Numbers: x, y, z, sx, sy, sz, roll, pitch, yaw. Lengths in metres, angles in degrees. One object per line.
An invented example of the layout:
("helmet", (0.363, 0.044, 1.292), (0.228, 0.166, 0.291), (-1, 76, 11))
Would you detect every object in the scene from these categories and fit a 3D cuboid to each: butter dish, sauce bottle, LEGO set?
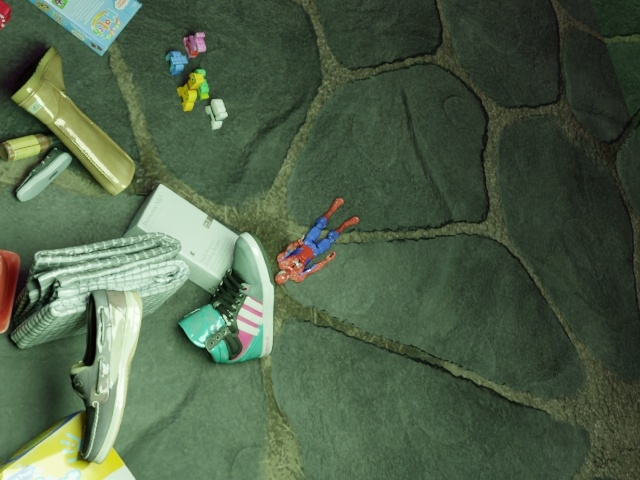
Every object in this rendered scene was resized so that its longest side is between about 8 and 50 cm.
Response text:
("butter dish", (-0.613, 0.069, 1.438), (0.160, 0.118, 0.159), (9, 66, -15))
("sauce bottle", (-0.564, -0.186, 1.628), (0.128, 0.042, 0.042), (-23, 86, -47))
("LEGO set", (-0.276, -0.367, 1.858), (0.087, 0.093, 0.227), (-15, 81, -37))

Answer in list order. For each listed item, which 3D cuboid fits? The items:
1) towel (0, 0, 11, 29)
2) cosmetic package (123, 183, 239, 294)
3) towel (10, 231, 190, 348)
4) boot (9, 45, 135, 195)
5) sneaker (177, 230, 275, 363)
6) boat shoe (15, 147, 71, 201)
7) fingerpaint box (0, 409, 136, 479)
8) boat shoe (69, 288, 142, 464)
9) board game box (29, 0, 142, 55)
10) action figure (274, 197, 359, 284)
("towel", (-0.751, -0.418, 1.601), (0.199, 0.031, 0.275), (37, 56, -16))
("cosmetic package", (-0.275, 0.000, 1.726), (0.231, 0.085, 0.117), (35, 56, -20))
("towel", (-0.408, 0.087, 1.510), (0.284, 0.235, 0.121), (-13, 76, -37))
("boot", (-0.486, -0.239, 1.669), (0.269, 0.089, 0.236), (47, 22, -29))
("sneaker", (-0.194, 0.131, 1.652), (0.178, 0.124, 0.295), (-17, 124, -27))
("boat shoe", (-0.546, -0.130, 1.621), (0.040, 0.049, 0.142), (35, 53, 5))
("fingerpaint box", (-0.472, 0.557, 1.330), (0.445, 0.163, 0.371), (-38, 96, -40))
("boat shoe", (-0.363, 0.217, 1.354), (0.092, 0.103, 0.285), (13, 86, -27))
("board game box", (-0.514, -0.522, 1.792), (0.211, 0.039, 0.160), (37, 56, -16))
("action figure", (0.000, 0.000, 1.882), (0.091, 0.139, 0.280), (49, 56, -7))
